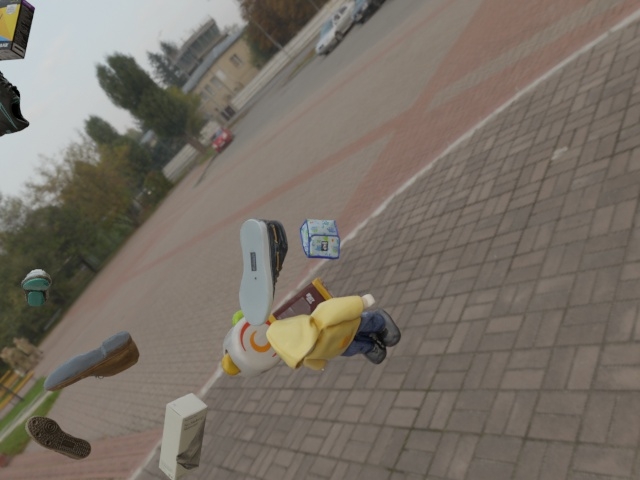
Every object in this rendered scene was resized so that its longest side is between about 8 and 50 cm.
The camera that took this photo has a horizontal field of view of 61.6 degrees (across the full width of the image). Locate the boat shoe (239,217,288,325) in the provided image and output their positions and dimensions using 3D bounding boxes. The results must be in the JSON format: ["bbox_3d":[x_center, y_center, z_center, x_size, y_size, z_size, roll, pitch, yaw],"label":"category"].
[{"bbox_3d":[-0.092,0.053,0.936,0.065,0.184,0.083,2,4,30],"label":"boat shoe"}]

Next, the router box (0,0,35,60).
[{"bbox_3d":[-0.756,-0.484,1.242,0.178,0.046,0.134,2,79,18],"label":"router box"}]

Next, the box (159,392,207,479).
[{"bbox_3d":[-0.470,0.674,1.839,0.113,0.094,0.275,-15,-57,-49],"label":"box"}]

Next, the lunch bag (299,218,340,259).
[{"bbox_3d":[0.000,0.000,2.002,0.096,0.128,0.151,124,144,-54],"label":"lunch bag"}]

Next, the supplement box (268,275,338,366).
[{"bbox_3d":[-0.022,0.244,1.649,0.194,0.191,0.129,-39,-3,2],"label":"supplement box"}]

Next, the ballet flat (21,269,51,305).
[{"bbox_3d":[-0.783,0.117,1.479,0.213,0.072,0.068,-44,49,51],"label":"ballet flat"}]

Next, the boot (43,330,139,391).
[{"bbox_3d":[-0.743,0.424,1.760,0.305,0.115,0.112,-27,35,-12],"label":"boot"}]

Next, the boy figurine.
[{"bbox_3d":[0.028,0.163,0.938,0.177,0.285,0.092,-53,56,18],"label":"boy figurine"}]

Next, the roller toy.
[{"bbox_3d":[-0.220,0.352,1.779,0.146,0.191,0.210,-45,33,52],"label":"roller toy"}]

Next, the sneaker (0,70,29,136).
[{"bbox_3d":[-0.877,-0.420,1.456,0.106,0.268,0.101,-6,26,3],"label":"sneaker"}]

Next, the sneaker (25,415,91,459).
[{"bbox_3d":[-0.698,0.526,1.407,0.071,0.188,0.066,-24,33,33],"label":"sneaker"}]
